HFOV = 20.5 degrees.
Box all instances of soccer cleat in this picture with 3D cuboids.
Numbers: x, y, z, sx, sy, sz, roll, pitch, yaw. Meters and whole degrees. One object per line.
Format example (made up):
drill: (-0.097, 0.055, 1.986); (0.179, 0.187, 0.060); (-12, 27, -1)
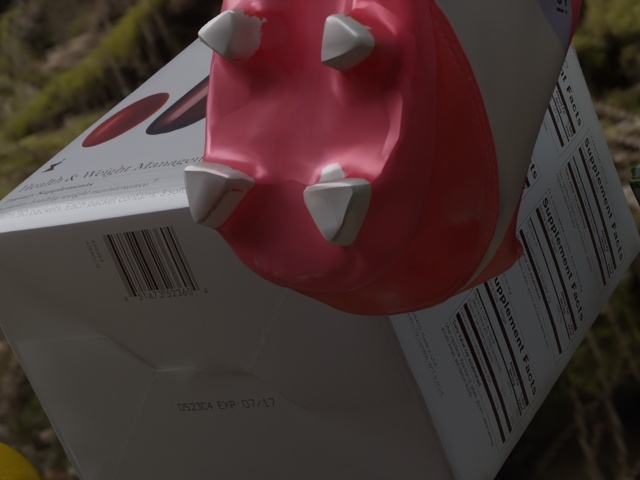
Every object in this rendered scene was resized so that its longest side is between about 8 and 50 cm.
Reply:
soccer cleat: (0.028, -0.105, 0.409); (0.083, 0.248, 0.095); (10, 2, 34)

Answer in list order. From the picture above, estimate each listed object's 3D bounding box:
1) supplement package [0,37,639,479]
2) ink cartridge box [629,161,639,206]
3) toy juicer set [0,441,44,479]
supplement package: (0.000, 0.000, 0.762); (0.194, 0.149, 0.203); (-6, 27, 35)
ink cartridge box: (0.227, -0.026, 0.622); (0.189, 0.097, 0.255); (-27, 1, 3)
toy juicer set: (-0.188, 0.138, 0.608); (0.209, 0.329, 0.089); (-16, 30, -15)
